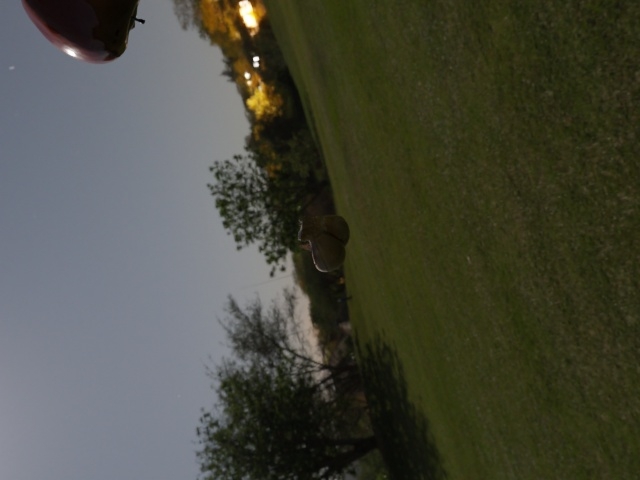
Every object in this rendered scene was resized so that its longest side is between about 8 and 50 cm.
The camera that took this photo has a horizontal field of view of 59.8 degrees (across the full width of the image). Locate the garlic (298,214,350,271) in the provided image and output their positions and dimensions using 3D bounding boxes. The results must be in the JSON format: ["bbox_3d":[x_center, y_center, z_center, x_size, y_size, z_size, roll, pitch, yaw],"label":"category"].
[{"bbox_3d":[0.010,0.006,1.335,0.099,0.124,0.175,90,180,-49],"label":"garlic"}]

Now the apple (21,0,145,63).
[{"bbox_3d":[-0.467,-0.485,1.117,0.234,0.233,0.234,164,90,-89],"label":"apple"}]

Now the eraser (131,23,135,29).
[{"bbox_3d":[-0.617,-0.680,1.672,0.122,0.052,0.029,44,-149,-54],"label":"eraser"}]
